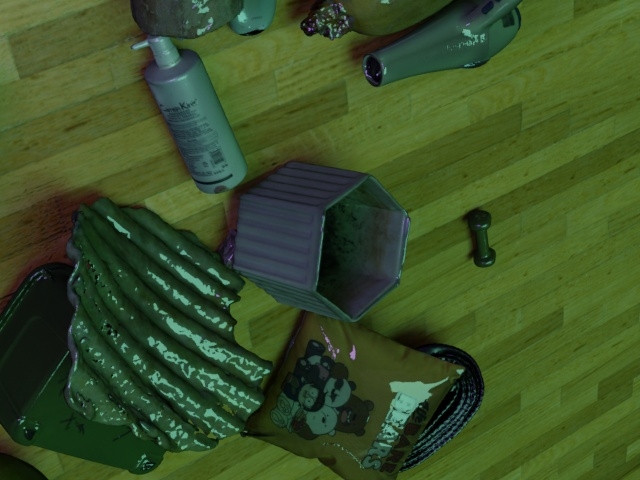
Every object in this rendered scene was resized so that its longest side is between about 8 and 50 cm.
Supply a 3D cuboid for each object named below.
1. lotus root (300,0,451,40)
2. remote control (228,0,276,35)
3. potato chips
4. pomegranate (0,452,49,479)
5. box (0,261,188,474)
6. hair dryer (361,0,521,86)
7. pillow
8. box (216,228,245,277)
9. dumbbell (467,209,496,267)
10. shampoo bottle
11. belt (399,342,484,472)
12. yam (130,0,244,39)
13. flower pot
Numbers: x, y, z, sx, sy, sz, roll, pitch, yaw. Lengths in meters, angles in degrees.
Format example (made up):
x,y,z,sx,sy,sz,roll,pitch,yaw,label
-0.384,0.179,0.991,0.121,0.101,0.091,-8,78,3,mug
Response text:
x,y,z,sx,sy,sz,roll,pitch,yaw,label
0.118,-0.402,1.544,0.343,0.151,0.169,-36,134,-14,lotus root
-0.091,-0.409,1.457,0.097,0.045,0.256,-18,129,-27,remote control
-0.229,0.102,1.461,0.097,0.373,0.389,-27,149,27,potato chips
-0.500,0.456,1.498,0.291,0.323,0.290,-14,122,-23,pomegranate
-0.336,0.208,1.565,0.329,0.178,0.252,29,99,-44,box
0.203,-0.330,1.612,0.296,0.119,0.298,-28,174,-7,hair dryer
0.053,0.292,1.878,0.312,0.119,0.310,27,100,-1,pillow
-0.121,0.028,1.707,0.098,0.045,0.062,31,96,-43,box
0.312,-0.003,2.009,0.046,0.052,0.118,-5,129,12,dumbbell
-0.185,-0.188,1.496,0.085,0.085,0.262,-35,132,-15,shampoo bottle
0.184,0.323,2.002,0.289,0.184,0.164,-44,175,-5,belt
-0.172,-0.407,1.318,0.161,0.161,0.268,-18,126,-27,yam
0.000,0.000,1.647,0.239,0.190,0.209,42,69,-46,flower pot
